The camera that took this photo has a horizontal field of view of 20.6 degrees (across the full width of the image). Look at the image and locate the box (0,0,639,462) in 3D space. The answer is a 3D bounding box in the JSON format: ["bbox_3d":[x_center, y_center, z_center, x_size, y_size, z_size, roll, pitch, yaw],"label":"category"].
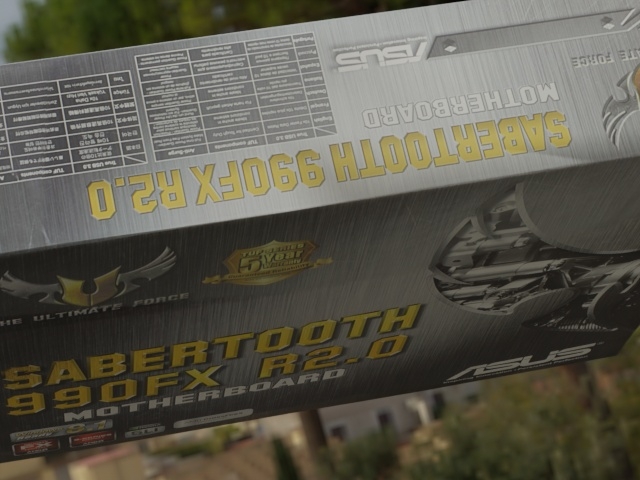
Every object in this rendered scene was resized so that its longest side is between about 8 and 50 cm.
[{"bbox_3d":[0.000,0.000,0.530,0.231,0.056,0.183,-9,-21,-11],"label":"box"}]
